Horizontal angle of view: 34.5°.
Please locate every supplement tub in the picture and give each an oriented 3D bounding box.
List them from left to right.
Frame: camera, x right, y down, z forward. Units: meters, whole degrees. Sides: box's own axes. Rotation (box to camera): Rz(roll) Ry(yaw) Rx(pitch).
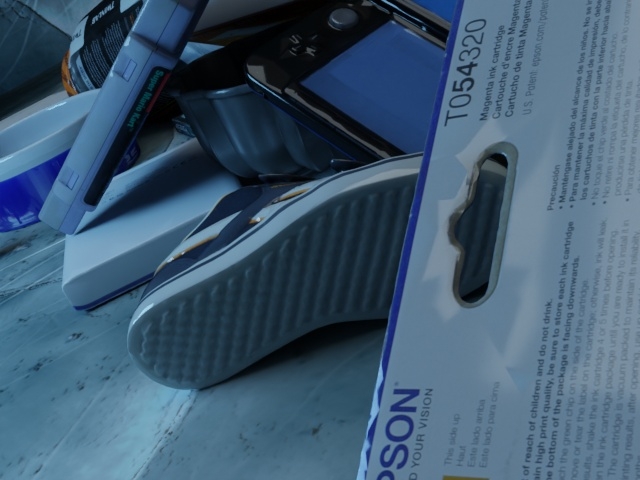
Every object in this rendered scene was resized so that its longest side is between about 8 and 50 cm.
[{"bbox_3d":[-0.259,-0.314,1.633,0.338,0.207,0.207,-23,17,44],"label":"supplement tub"}]

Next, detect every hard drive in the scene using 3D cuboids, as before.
[{"bbox_3d":[-0.195,-0.034,1.196,0.210,0.040,0.319,-26,21,-3],"label":"hard drive"}]

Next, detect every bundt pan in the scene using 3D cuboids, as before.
[{"bbox_3d":[0.002,-0.167,1.146,0.330,0.124,0.331,-16,20,6],"label":"bundt pan"}]

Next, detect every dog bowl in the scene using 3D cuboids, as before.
[{"bbox_3d":[-0.409,-0.123,1.547,0.265,0.104,0.265,-22,21,9],"label":"dog bowl"}]

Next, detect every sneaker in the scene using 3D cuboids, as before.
[{"bbox_3d":[0.000,0.000,0.792,0.321,0.126,0.127,-21,28,15],"label":"sneaker"}]

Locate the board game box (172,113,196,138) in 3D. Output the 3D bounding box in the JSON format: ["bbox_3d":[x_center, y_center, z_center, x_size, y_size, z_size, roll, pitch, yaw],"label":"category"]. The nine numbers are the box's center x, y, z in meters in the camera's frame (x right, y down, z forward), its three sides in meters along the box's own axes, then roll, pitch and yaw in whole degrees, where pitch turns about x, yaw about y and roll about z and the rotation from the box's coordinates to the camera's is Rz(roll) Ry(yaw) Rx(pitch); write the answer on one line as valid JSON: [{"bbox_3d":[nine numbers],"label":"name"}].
[{"bbox_3d":[-0.133,-0.185,1.494,0.126,0.026,0.186,-32,23,-15],"label":"board game box"}]

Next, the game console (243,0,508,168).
[{"bbox_3d":[0.111,-0.190,0.872,0.293,0.173,0.250,36,59,27],"label":"game console"}]

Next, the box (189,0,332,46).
[{"bbox_3d":[-0.055,-0.363,1.351,0.215,0.168,0.345,-13,4,18],"label":"box"}]

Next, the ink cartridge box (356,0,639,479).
[{"bbox_3d":[0.192,-0.005,0.448,0.330,0.071,0.324,-6,58,38],"label":"ink cartridge box"}]

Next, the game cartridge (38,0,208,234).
[{"bbox_3d":[-0.195,-0.183,1.124,0.355,0.068,0.230,-51,21,41],"label":"game cartridge"}]
